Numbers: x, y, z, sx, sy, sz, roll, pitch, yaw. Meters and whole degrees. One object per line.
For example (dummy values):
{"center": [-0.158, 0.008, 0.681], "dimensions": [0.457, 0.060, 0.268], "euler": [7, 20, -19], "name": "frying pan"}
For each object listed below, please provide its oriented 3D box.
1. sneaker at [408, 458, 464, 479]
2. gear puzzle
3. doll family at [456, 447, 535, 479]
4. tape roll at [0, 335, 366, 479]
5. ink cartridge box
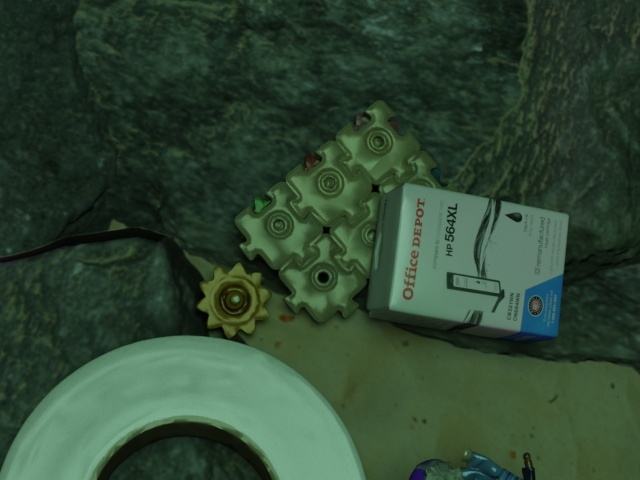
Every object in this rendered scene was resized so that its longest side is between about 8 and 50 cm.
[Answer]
{"center": [0.093, 0.371, 1.236], "dimensions": [0.146, 0.102, 0.293], "euler": [-9, 85, 34], "name": "sneaker"}
{"center": [0.000, 0.000, 1.423], "dimensions": [0.339, 0.044, 0.175], "euler": [-40, 90, -16], "name": "gear puzzle"}
{"center": [0.173, 0.313, 1.293], "dimensions": [0.111, 0.076, 0.193], "euler": [25, 103, 21], "name": "doll family"}
{"center": [-0.142, 0.292, 1.267], "dimensions": [0.392, 0.072, 0.392], "euler": [2, 68, -6], "name": "tape roll"}
{"center": [0.167, 0.028, 1.388], "dimensions": [0.203, 0.086, 0.148], "euler": [9, 80, -13], "name": "ink cartridge box"}
